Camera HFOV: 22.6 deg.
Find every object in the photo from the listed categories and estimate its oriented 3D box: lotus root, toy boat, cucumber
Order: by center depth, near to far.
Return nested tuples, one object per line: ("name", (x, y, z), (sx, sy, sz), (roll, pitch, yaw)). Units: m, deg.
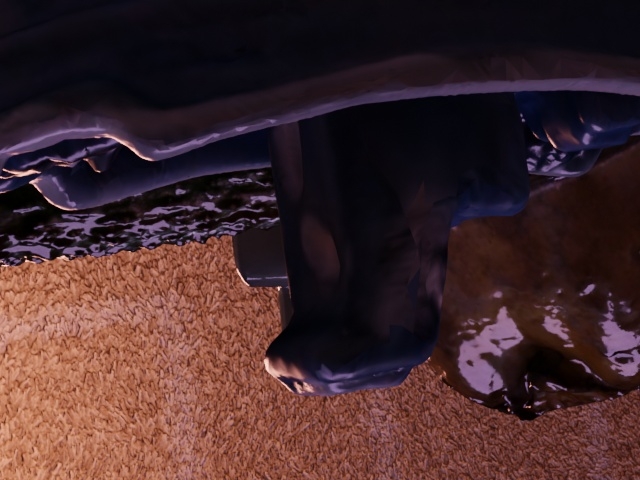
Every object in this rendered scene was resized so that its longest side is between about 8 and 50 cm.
("toy boat", (0.024, -0.030, 0.469), (0.309, 0.142, 0.129), (-5, 177, -24))
("cucumber", (-0.075, -0.044, 0.946), (0.359, 0.096, 0.096), (-7, 180, -12))
("lotus root", (0.159, 0.010, 0.987), (0.272, 0.192, 0.272), (-20, -171, 3))

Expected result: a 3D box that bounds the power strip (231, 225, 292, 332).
("power strip", (0.001, 0.000, 1.171), (0.059, 0.194, 0.265), (-4, -179, 15))
